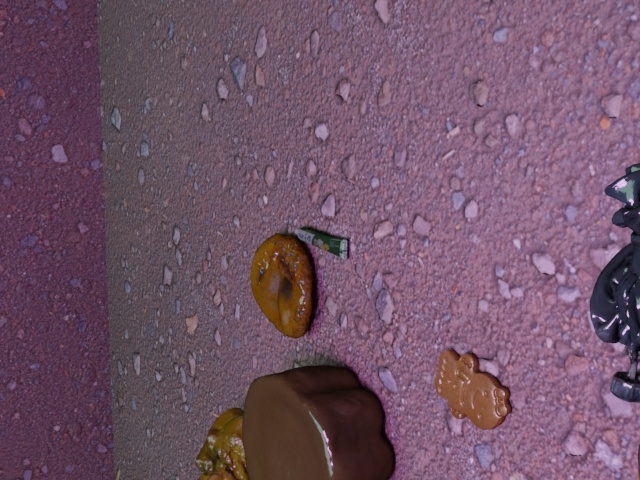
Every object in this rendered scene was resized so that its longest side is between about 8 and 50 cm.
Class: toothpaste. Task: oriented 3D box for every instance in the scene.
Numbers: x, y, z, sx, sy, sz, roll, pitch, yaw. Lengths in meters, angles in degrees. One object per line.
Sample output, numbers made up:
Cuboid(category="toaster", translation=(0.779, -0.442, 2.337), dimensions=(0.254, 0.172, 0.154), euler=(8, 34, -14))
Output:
Cuboid(category="toothpaste", translation=(0.000, 0.000, 1.885), dimensions=(0.204, 0.032, 0.049), euler=(21, 115, 52))

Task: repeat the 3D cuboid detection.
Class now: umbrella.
Cuboid(category="umbrella", translation=(0.450, 0.069, 1.139), dimensions=(0.143, 0.094, 0.348), euler=(36, 127, 55))

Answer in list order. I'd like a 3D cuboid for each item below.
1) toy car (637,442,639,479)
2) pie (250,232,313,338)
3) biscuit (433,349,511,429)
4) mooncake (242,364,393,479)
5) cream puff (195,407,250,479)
Cuboid(category="toy car", translation=(0.499, 0.221, 0.976), dimensions=(0.240, 0.272, 0.340), euler=(153, 111, -77))
Cuboid(category="pie", translation=(-0.086, 0.110, 2.002), dimensions=(0.273, 0.069, 0.273), euler=(16, 110, 54))
Cuboid(category="biscuit", translation=(0.272, 0.279, 1.514), dimensions=(0.184, 0.027, 0.133), euler=(48, 132, 42))
Cuboid(category="mooncake", translation=(-0.005, 0.460, 1.835), dimensions=(0.379, 0.201, 0.378), euler=(16, 110, 51))
Cuboid(category="cream puff", translation=(-0.213, 0.614, 2.106), dimensions=(0.378, 0.276, 0.378), euler=(17, 110, 58))
